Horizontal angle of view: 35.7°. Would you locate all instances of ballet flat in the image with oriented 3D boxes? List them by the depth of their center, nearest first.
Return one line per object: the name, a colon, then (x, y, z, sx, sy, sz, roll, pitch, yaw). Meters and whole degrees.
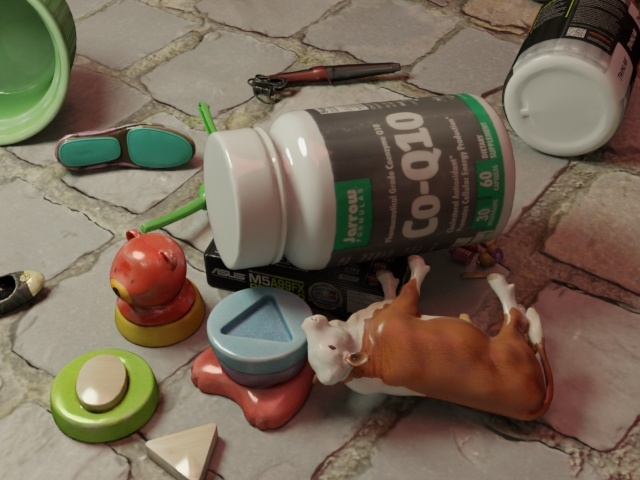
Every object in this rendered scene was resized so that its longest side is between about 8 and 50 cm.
ballet flat: (-0.455, 0.073, 1.331, 0.173, 0.049, 0.057, -17, 44, -18)
ballet flat: (-0.310, -0.153, 1.587, 0.221, 0.077, 0.079, -5, 21, -4)

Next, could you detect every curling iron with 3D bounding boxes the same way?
curling iron: (0.008, -0.284, 1.755, 0.273, 0.035, 0.068, -9, 45, -8)

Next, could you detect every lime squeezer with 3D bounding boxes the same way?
lime squeezer: (-0.171, -0.100, 1.500, 0.110, 0.059, 0.310, 36, 41, -19)

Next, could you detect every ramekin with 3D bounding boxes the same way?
ramekin: (-0.544, -0.320, 1.614, 0.303, 0.304, 0.148, 0, 33, 1)

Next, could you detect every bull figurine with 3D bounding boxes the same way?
bull figurine: (0.130, 0.120, 1.197, 0.310, 0.101, 0.189, 17, 58, -3)

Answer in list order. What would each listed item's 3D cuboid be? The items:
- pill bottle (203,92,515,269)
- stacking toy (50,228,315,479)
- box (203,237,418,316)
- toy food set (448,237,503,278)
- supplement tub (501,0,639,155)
pill bottle: (0.046, -0.072, 1.268, 0.360, 0.204, 0.204, -9, 41, -18)
stacking toy: (-0.174, 0.126, 1.204, 0.308, 0.130, 0.279, 20, 44, 23)
box: (0.000, 0.000, 1.401, 0.269, 0.060, 0.216, 12, 43, 15)
toy food set: (0.219, 0.006, 1.421, 0.077, 0.019, 0.122, -3, 40, -3)
supplement tub: (0.426, -0.297, 1.640, 0.193, 0.194, 0.316, 14, 43, 17)
